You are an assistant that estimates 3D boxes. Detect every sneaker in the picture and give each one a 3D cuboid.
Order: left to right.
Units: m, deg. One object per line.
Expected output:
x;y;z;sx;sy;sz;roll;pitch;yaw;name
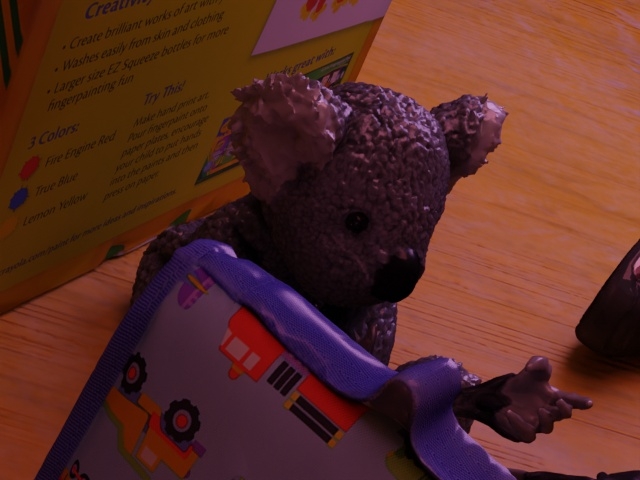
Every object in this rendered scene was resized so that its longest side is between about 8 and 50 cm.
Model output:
0.307;0.055;1.356;0.162;0.106;0.281;42;34;21;sneaker

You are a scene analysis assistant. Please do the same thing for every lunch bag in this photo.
-0.021;0.158;0.767;0.221;0.293;0.138;42;35;25;lunch bag

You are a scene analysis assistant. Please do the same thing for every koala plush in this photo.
0.000;0.000;1.098;0.196;0.221;0.203;3;37;-32;koala plush

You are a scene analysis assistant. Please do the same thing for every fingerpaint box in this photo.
-0.105;-0.182;1.158;0.163;0.371;0.445;36;33;17;fingerpaint box

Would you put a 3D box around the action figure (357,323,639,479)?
0.087;0.139;1.012;0.275;0.164;0.141;17;-14;-25;action figure
